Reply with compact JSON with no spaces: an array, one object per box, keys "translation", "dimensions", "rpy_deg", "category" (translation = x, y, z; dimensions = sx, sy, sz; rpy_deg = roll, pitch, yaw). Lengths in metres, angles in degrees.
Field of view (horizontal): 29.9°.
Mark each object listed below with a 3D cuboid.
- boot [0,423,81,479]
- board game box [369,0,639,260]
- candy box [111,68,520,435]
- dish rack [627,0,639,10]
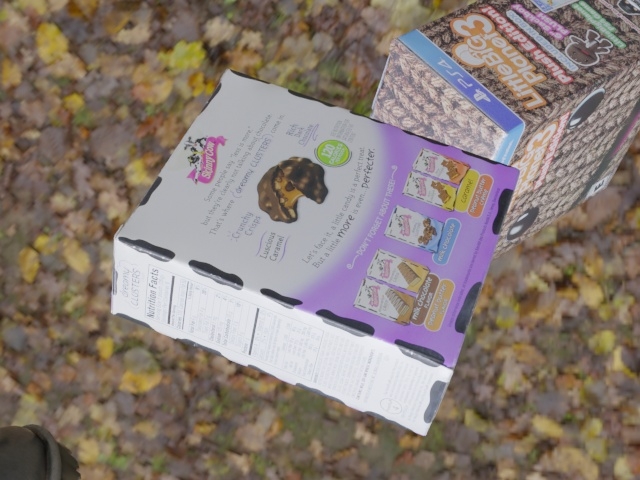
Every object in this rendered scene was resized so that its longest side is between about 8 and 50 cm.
[{"translation":[-0.177,0.068,0.363],"dimensions":[0.076,0.190,0.208],"rpy_deg":[-40,111,18],"category":"boot"},{"translation":[0.189,-0.117,1.185],"dimensions":[0.141,0.291,0.232],"rpy_deg":[45,143,23],"category":"board game box"},{"translation":[0.000,0.000,0.704],"dimensions":[0.196,0.165,0.070],"rpy_deg":[20,138,7],"category":"candy box"},{"translation":[0.365,-0.244,1.024],"dimensions":[0.271,0.074,0.208],"rpy_deg":[31,98,-20],"category":"dish rack"}]
